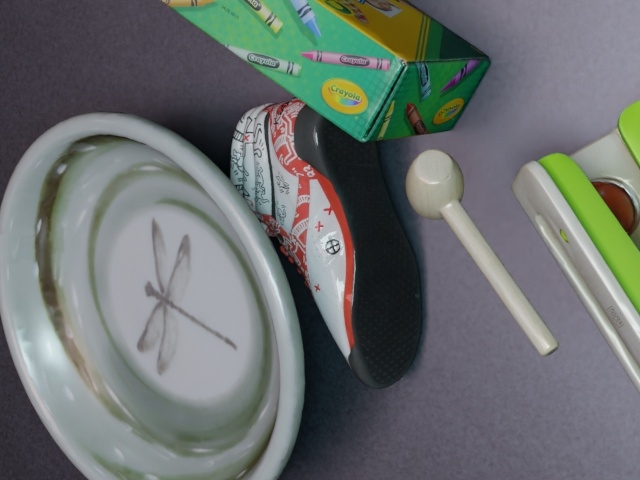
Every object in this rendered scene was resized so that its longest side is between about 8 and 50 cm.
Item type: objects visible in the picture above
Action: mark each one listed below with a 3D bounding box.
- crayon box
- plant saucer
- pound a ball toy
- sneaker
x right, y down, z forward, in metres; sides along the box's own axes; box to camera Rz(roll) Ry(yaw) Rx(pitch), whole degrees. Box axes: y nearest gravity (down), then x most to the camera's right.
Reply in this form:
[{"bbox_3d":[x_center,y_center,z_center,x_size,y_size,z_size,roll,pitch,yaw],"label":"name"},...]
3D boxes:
[{"bbox_3d":[-0.011,-0.194,1.360,0.278,0.165,0.081,37,113,21],"label":"crayon box"},{"bbox_3d":[-0.145,0.068,1.489,0.400,0.100,0.400,16,115,38],"label":"plant saucer"},{"bbox_3d":[0.229,0.035,1.250,0.208,0.136,0.319,-31,79,-6],"label":"pound a ball toy"},{"bbox_3d":[0.001,-0.001,1.435,0.145,0.090,0.270,5,115,51],"label":"sneaker"}]
